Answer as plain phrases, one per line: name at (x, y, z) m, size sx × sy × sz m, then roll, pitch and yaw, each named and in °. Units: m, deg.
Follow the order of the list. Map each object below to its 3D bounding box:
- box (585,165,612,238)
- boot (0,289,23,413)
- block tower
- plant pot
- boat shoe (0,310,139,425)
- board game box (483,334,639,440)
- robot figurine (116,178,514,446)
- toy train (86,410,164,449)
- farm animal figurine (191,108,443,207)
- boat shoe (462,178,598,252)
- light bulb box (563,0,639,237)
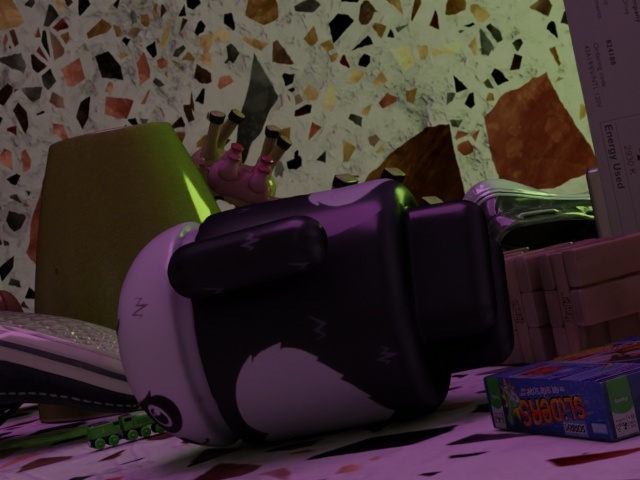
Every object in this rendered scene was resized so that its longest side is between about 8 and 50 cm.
box at (0.427, -0.034, 1.656) m, size 0.232 × 0.148 × 0.127 m, roll -13°, pitch 1°, yaw 10°
boot at (-0.282, 0.110, 1.791) m, size 0.269 × 0.089 × 0.236 m, roll -13°, pitch -28°, yaw -21°
block tower at (0.164, 0.055, 1.271) m, size 0.097 × 0.091 × 0.335 m, roll -11°, pitch 0°, yaw -25°
plant pot at (-0.205, 0.026, 1.626) m, size 0.275 × 0.293 × 0.275 m, roll -12°, pitch 0°, yaw 0°
boat shoe at (-0.381, 0.143, 1.428) m, size 0.500 × 0.156 × 0.187 m, roll 0°, pitch -2°, yaw 16°
board game box at (0.218, 0.075, 0.880) m, size 0.201 × 0.035 × 0.136 m, roll -12°, pitch 0°, yaw -21°
robot figurine at (-0.008, 0.055, 1.047) m, size 0.278 × 0.209 × 0.173 m, roll -11°, pitch 22°, yaw 14°
toy train at (-0.158, 0.157, 1.246) m, size 0.083 × 0.023 × 0.017 m, roll -13°, pitch 1°, yaw -27°
farm animal figurine at (0.000, 0.000, 1.757) m, size 0.327 × 0.172 × 0.330 m, roll 4°, pitch 31°, yaw -37°
boat shoe at (0.338, 0.004, 1.911) m, size 0.335 × 0.121 × 0.119 m, roll 4°, pitch 34°, yaw -24°
light bulb box at (0.432, -0.137, 1.250) m, size 0.361 × 0.358 × 0.225 m, roll -10°, pitch 3°, yaw 38°
